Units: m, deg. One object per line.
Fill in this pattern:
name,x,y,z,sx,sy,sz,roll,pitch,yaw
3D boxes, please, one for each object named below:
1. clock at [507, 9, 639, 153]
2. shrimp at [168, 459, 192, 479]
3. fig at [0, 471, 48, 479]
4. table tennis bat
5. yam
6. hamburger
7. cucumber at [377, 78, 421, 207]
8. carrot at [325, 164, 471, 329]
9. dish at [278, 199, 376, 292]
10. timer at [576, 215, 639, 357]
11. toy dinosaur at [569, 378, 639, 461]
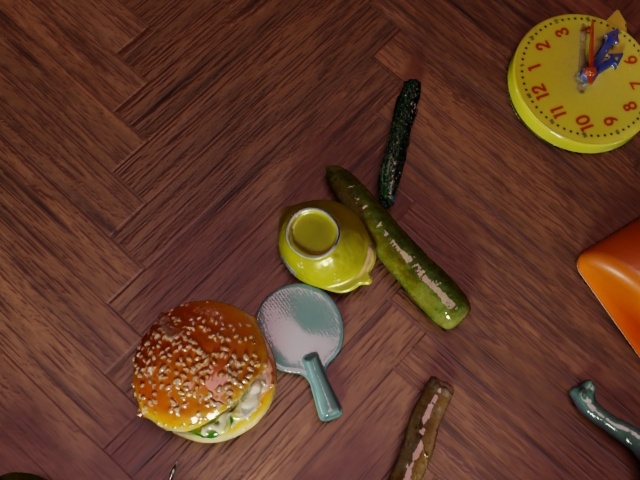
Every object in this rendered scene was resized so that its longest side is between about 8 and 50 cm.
clock,0.495,-0.302,1.607,0.293,0.071,0.277,-27,76,-13
shrimp,-0.309,0.502,1.215,0.410,0.166,0.221,-45,50,-17
fig,-0.426,0.412,1.283,0.156,0.123,0.123,27,66,-38
table tennis bat,-0.021,0.182,1.422,0.149,0.038,0.237,-18,70,-13
yam,0.155,0.329,1.376,0.057,0.057,0.241,23,70,3
hamburger,-0.179,0.199,1.343,0.237,0.147,0.237,1,68,-4
cucumber,0.139,-0.176,1.545,0.044,0.043,0.256,12,68,6
carrot,0.122,0.002,1.475,0.074,0.074,0.358,-36,77,-15
dish,0.000,0.000,1.435,0.208,0.080,0.149,37,88,22
timer,0.613,0.057,1.483,0.257,0.161,0.250,-29,61,-13
toy dinosaur,0.501,0.448,1.356,0.331,0.129,0.383,20,72,14
